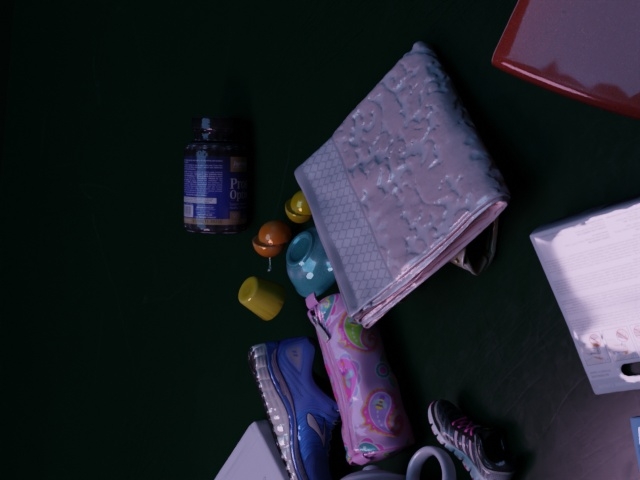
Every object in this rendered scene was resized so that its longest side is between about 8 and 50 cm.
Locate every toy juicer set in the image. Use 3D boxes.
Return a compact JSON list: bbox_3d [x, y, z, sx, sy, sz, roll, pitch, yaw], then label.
[{"bbox_3d":[0.000,0.000,1.763,0.329,0.089,0.209,-27,45,41],"label":"toy juicer set"}]

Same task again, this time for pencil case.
[{"bbox_3d":[0.061,0.215,1.669,0.124,0.124,0.284,-34,66,48],"label":"pencil case"}]

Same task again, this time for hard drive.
[{"bbox_3d":[-0.083,0.547,1.938,0.353,0.047,0.233,59,134,32],"label":"hard drive"}]

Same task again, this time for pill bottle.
[{"bbox_3d":[-0.200,-0.125,1.980,0.123,0.123,0.219,9,100,52],"label":"pill bottle"}]

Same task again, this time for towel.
[{"bbox_3d":[0.108,-0.087,1.546,0.317,0.053,0.331,-44,47,28],"label":"towel"}]

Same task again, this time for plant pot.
[{"bbox_3d":[0.393,-0.254,1.113,0.236,0.267,0.267,40,124,28],"label":"plant pot"}]

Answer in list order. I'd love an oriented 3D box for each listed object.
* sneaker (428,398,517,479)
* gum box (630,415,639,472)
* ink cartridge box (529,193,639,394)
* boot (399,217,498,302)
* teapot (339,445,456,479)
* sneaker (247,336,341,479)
[{"bbox_3d":[0.226,0.286,1.506,0.170,0.063,0.074,51,130,31],"label":"sneaker"},{"bbox_3d":[0.462,0.278,1.213,0.184,0.041,0.156,-18,78,52],"label":"gum box"},{"bbox_3d":[0.386,0.068,1.308,0.189,0.066,0.232,-21,97,51],"label":"ink cartridge box"},{"bbox_3d":[0.173,0.021,1.540,0.165,0.077,0.213,34,111,46],"label":"boot"},{"bbox_3d":[0.089,0.430,1.579,0.252,0.256,0.187,72,-165,-53],"label":"teapot"},{"bbox_3d":[-0.009,0.313,1.752,0.130,0.147,0.329,-132,24,-72],"label":"sneaker"}]
